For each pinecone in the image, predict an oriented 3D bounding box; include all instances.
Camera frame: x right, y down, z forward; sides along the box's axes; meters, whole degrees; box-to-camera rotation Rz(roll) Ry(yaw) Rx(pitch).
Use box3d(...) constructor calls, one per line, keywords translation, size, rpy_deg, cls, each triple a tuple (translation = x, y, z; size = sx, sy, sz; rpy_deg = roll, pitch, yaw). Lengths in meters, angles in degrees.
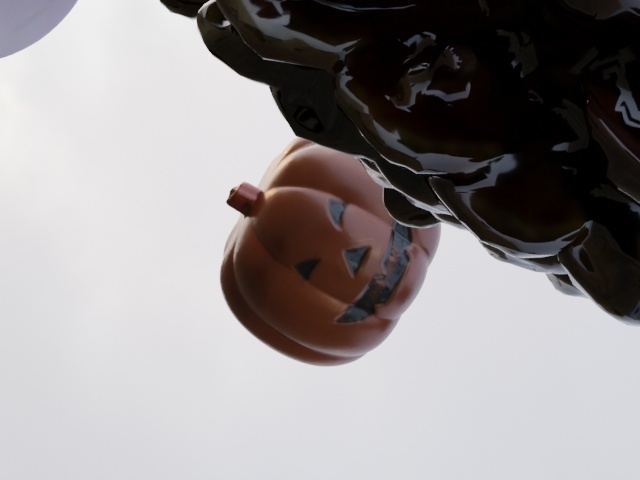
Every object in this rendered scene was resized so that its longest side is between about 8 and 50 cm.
box3d(translation=(0.144, -0.135, 0.687), size=(0.398, 0.397, 0.398), rpy_deg=(48, -34, 48), cls="pinecone")

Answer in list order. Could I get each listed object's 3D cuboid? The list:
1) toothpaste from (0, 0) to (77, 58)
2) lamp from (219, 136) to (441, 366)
box3d(translation=(-0.167, -0.161, 0.499), size=(0.323, 0.066, 0.100), rpy_deg=(47, -40, 39), cls="toothpaste")
box3d(translation=(0.000, 0.000, 1.270), size=(0.188, 0.163, 0.188), rpy_deg=(-58, -169, 19), cls="lamp")
